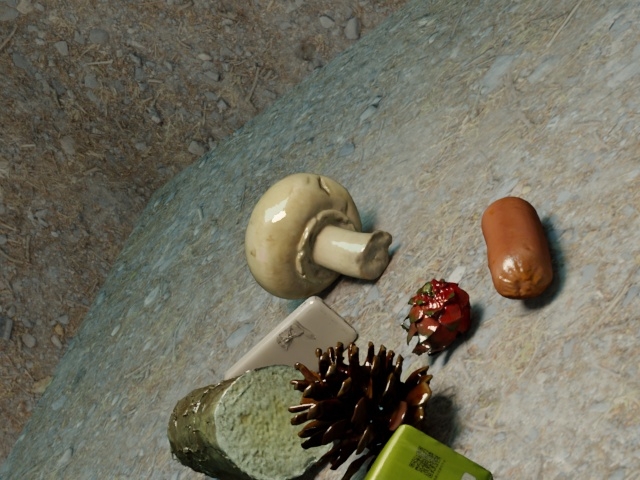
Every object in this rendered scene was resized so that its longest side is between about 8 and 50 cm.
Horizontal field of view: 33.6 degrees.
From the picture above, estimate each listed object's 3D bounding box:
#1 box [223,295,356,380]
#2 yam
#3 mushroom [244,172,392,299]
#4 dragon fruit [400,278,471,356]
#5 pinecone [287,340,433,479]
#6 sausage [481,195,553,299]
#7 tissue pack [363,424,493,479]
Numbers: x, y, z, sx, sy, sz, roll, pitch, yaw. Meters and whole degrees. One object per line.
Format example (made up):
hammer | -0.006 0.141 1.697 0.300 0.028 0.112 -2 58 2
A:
box | -0.066 0.249 2.276 0.285 0.142 0.044 -42 22 13
yam | -0.150 0.369 2.107 0.348 0.241 0.241 -23 31 57
mushroom | 0.000 0.000 2.469 0.336 0.314 0.314 13 60 43
dragon fruit | 0.216 0.139 1.973 0.130 0.121 0.142 -24 -32 -49
pinecone | 0.062 0.291 1.825 0.264 0.264 0.264 -39 22 20
sausage | 0.357 0.017 1.928 0.113 0.113 0.259 -39 22 21
tissue pack | 0.099 0.434 1.477 0.275 0.167 0.200 -53 -15 -36
